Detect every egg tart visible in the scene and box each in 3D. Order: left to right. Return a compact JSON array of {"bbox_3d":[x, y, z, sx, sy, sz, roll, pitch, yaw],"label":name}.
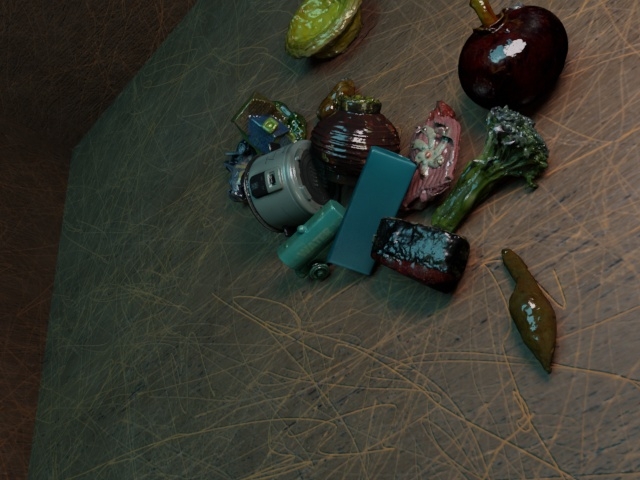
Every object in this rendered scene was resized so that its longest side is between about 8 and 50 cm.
[{"bbox_3d":[0.027,-0.741,1.789,0.345,0.132,0.345,-22,54,34],"label":"egg tart"}]

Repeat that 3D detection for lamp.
[{"bbox_3d":[0.092,-0.266,1.382,0.247,0.247,0.246,-23,53,35],"label":"lamp"}]

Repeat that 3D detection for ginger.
[{"bbox_3d":[0.054,-0.421,1.630,0.162,0.073,0.103,-47,29,25],"label":"ginger"}]

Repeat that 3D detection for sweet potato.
[{"bbox_3d":[0.389,0.113,0.987,0.075,0.075,0.269,-31,45,30],"label":"sweet potato"}]

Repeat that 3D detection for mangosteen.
[{"bbox_3d":[0.397,-0.416,1.131,0.236,0.261,0.235,-33,28,20],"label":"mangosteen"}]

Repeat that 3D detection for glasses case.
[{"bbox_3d":[0.120,-0.069,1.271,0.070,0.117,0.300,-87,18,-69],"label":"glasses case"}]

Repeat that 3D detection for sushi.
[{"bbox_3d":[0.220,0.022,1.162,0.225,0.136,0.126,26,96,44],"label":"sushi"}]

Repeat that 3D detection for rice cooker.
[{"bbox_3d":[-0.088,-0.152,1.491,0.227,0.241,0.280,-15,85,36],"label":"rice cooker"}]

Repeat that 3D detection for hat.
[{"bbox_3d":[0.262,-0.219,1.269,0.237,0.107,0.286,-23,45,61],"label":"hat"}]

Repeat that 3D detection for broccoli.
[{"bbox_3d":[0.349,-0.138,1.140,0.304,0.146,0.164,-55,35,25],"label":"broccoli"}]

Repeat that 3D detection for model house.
[{"bbox_3d":[-0.159,-0.366,1.672,0.214,0.189,0.195,44,94,18],"label":"model house"}]

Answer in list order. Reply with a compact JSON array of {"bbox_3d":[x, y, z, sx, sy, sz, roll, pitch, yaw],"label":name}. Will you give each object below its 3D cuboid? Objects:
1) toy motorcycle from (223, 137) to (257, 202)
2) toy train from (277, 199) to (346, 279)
[{"bbox_3d":[-0.264,-0.232,1.817,0.173,0.108,0.307,-47,40,23],"label":"toy motorcycle"},{"bbox_3d":[0.000,0.000,1.381,0.248,0.159,0.101,-44,38,20],"label":"toy train"}]
